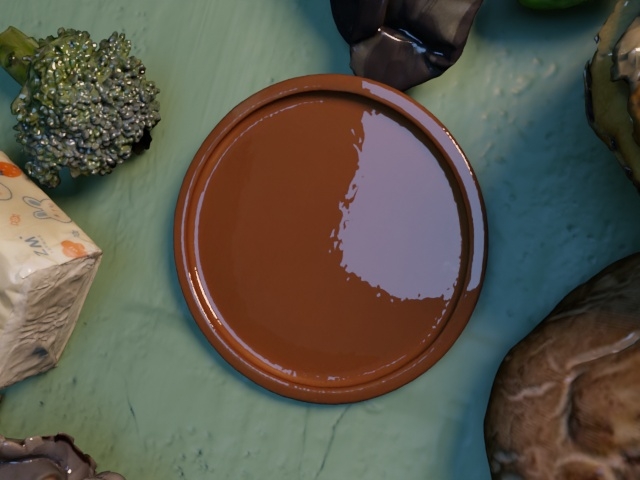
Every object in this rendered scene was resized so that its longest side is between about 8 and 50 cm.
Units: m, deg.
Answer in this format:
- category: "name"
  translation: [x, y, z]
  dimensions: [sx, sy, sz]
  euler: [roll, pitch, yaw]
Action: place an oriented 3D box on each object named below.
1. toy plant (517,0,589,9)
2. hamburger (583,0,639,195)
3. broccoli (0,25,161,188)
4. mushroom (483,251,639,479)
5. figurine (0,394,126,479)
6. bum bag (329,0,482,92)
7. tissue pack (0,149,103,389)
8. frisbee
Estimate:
- category: "toy plant"
  translation: [0.222, -0.306, 0.407]
  dimensions: [0.315, 0.184, 0.224]
  euler: [-28, 81, 22]
- category: "hamburger"
  translation: [0.281, -0.085, 0.316]
  dimensions: [0.259, 0.145, 0.283]
  euler: [40, 65, 11]
- category: "broccoli"
  translation: [-0.229, -0.133, 0.560]
  dimensions: [0.118, 0.123, 0.204]
  euler: [-33, 51, -31]
- category: "mushroom"
  translation: [0.186, 0.104, 0.404]
  dimensions: [0.151, 0.156, 0.286]
  euler: [22, 88, 44]
- category: "figurine"
  translation: [-0.330, 0.187, 0.537]
  dimensions: [0.386, 0.166, 0.207]
  euler: [11, 132, 22]
- category: "bum bag"
  translation: [0.020, -0.273, 0.491]
  dimensions: [0.144, 0.095, 0.341]
  euler: [-37, 74, 41]
- category: "tissue pack"
  translation: [-0.287, 0.008, 0.543]
  dimensions: [0.196, 0.092, 0.148]
  euler: [40, 119, 15]
- category: "frisbee"
  translation: [0.000, 0.000, 0.499]
  dimensions: [0.250, 0.021, 0.251]
  euler: [0, 91, 18]
